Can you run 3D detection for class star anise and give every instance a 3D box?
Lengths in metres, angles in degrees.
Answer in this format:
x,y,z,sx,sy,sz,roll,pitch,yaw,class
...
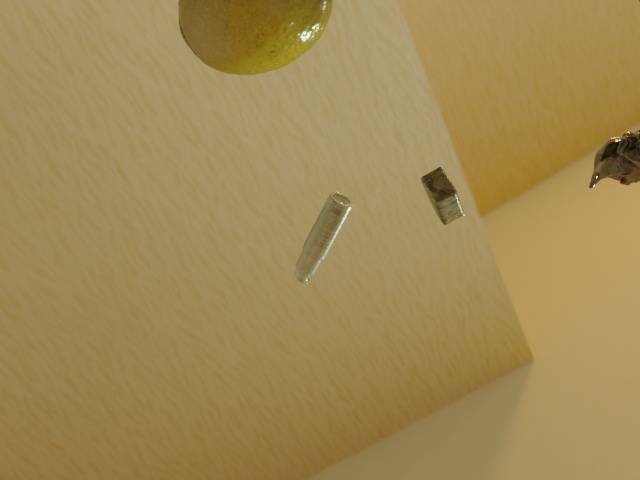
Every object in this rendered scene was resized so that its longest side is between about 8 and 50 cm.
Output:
x,y,z,sx,sy,sz,roll,pitch,yaw,class
0.333,-0.173,0.884,0.218,0.227,0.148,6,179,-33,star anise

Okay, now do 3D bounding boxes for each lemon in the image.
x,y,z,sx,sy,sz,roll,pitch,yaw,class
-0.037,-0.139,0.485,0.111,0.082,0.082,-9,-144,46,lemon

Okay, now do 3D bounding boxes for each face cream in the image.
x,y,z,sx,sy,sz,roll,pitch,yaw,class
0.000,0.000,1.060,0.034,0.034,0.130,-103,-145,-57,face cream

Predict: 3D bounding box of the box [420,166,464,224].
x,y,z,sx,sy,sz,roll,pitch,yaw,class
0.204,-0.073,1.384,0.045,0.098,0.062,-29,-116,6,box
